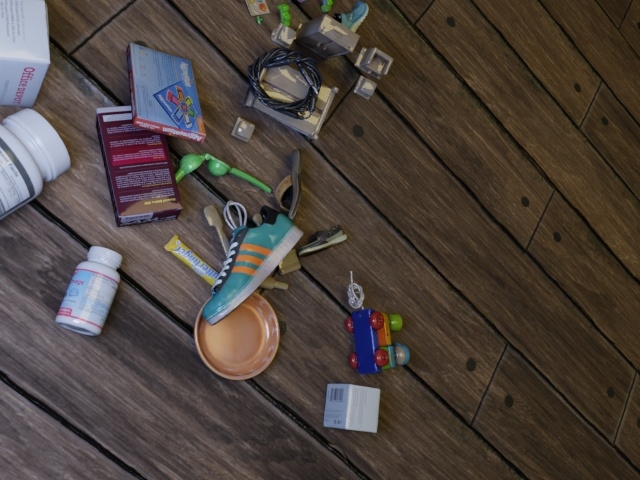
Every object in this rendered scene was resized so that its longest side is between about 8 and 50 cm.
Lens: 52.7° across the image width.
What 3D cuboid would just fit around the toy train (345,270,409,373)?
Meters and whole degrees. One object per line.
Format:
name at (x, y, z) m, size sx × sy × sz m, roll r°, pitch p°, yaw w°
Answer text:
toy train at (0.143, 0.195, 1.583) m, size 0.143 × 0.105 × 0.248 m, roll 3°, pitch 76°, yaw -42°

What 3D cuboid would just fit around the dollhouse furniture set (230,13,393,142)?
dollhouse furniture set at (-0.036, -0.364, 1.636) m, size 0.303 × 0.174 × 0.355 m, roll 24°, pitch 90°, yaw -24°

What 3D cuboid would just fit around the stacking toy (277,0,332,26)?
stacking toy at (-0.055, -0.682, 1.670) m, size 0.167 × 0.052 × 0.221 m, roll -29°, pitch 125°, yaw -31°

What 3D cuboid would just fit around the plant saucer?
plant saucer at (-0.184, 0.203, 1.411) m, size 0.200 × 0.037 × 0.200 m, roll 8°, pitch 75°, yaw -31°

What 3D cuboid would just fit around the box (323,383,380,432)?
box at (0.071, 0.384, 1.485) m, size 0.087 × 0.101 × 0.102 m, roll 15°, pitch 72°, yaw -28°

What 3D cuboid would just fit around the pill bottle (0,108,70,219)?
pill bottle at (-0.609, -0.111, 1.154) m, size 0.283 × 0.161 × 0.161 m, roll -43°, pitch 101°, yaw -32°

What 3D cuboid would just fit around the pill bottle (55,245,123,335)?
pill bottle at (-0.441, 0.096, 1.249) m, size 0.087 × 0.087 × 0.160 m, roll 25°, pitch 66°, yaw -25°

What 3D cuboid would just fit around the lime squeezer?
lime squeezer at (-0.248, -0.144, 1.448) m, size 0.310 × 0.059 × 0.110 m, roll -11°, pitch 84°, yaw -34°

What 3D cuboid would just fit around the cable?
cable at (-0.081, -0.371, 1.496) m, size 0.184 × 0.047 × 0.150 m, roll 19°, pitch 92°, yaw -23°

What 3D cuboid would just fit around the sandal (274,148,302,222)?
sandal at (-0.077, -0.124, 1.534) m, size 0.060 × 0.090 × 0.219 m, roll 7°, pitch 66°, yaw -7°

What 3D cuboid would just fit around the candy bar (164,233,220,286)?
candy bar at (-0.268, 0.052, 1.409) m, size 0.161 × 0.018 × 0.040 m, roll 42°, pitch 60°, yaw -15°

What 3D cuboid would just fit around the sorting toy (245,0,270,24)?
sorting toy at (-0.156, -0.589, 1.642) m, size 0.062 × 0.012 × 0.083 m, roll -21°, pitch 89°, yaw -34°

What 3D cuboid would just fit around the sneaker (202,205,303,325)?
sneaker at (-0.168, 0.048, 1.385) m, size 0.121 × 0.108 × 0.302 m, roll 42°, pitch 58°, yaw -3°

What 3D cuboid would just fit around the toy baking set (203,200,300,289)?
toy baking set at (-0.158, 0.011, 1.483) m, size 0.256 × 0.030 × 0.196 m, roll 12°, pitch 67°, yaw -34°

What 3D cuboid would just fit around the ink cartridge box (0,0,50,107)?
ink cartridge box at (-0.659, -0.340, 1.143) m, size 0.307 × 0.223 × 0.129 m, roll -3°, pitch 80°, yaw -32°

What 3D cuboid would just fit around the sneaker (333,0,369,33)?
sneaker at (0.075, -0.604, 1.759) m, size 0.073 × 0.063 × 0.162 m, roll 38°, pitch 61°, yaw -15°

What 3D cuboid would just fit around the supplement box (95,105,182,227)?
supplement box at (-0.377, -0.156, 1.337) m, size 0.130 × 0.073 × 0.239 m, roll -9°, pitch 76°, yaw -23°

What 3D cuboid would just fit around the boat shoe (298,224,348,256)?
boat shoe at (0.000, 0.000, 1.570) m, size 0.152 × 0.056 × 0.049 m, roll -20°, pitch 84°, yaw -43°

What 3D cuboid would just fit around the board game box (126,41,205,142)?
board game box at (-0.332, -0.318, 1.374) m, size 0.145 × 0.027 × 0.281 m, roll 10°, pitch 42°, yaw -28°
